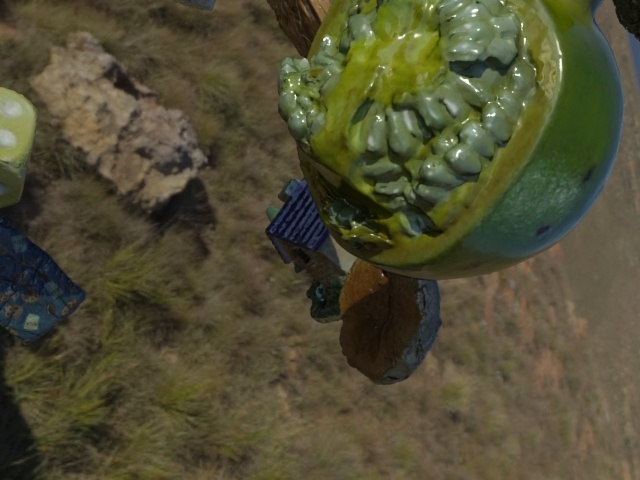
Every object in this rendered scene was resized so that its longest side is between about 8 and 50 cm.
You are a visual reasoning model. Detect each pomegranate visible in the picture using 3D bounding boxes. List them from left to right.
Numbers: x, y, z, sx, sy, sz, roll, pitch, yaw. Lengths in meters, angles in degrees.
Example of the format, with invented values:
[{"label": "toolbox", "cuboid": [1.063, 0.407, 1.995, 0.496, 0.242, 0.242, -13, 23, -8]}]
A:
[{"label": "pomegranate", "cuboid": [0.116, -0.119, 0.563, 0.260, 0.340, 0.260, 34, 31, -24]}]

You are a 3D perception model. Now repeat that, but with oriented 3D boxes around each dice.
[{"label": "dice", "cuboid": [-0.610, -0.170, 1.384, 0.169, 0.169, 0.166, 12, 54, -22]}]

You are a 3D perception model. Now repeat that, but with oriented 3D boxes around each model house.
[{"label": "model house", "cuboid": [0.000, 0.000, 1.684, 0.280, 0.312, 0.245, 39, 68, -10]}]

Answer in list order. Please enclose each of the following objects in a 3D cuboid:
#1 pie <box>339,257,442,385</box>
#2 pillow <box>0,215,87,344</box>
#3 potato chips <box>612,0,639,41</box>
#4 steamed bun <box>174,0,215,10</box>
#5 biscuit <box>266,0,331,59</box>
[{"label": "pie", "cuboid": [0.085, 0.100, 1.026, 0.046, 0.195, 0.195, 12, 65, -32]}, {"label": "pillow", "cuboid": [-0.650, 0.093, 1.645, 0.255, 0.189, 0.034, 48, 2, -23]}, {"label": "potato chips", "cuboid": [0.466, -0.332, 1.077, 0.026, 0.142, 0.209, -33, 114, -19]}, {"label": "steamed bun", "cuboid": [-0.317, -0.607, 1.500, 0.289, 0.203, 0.276, 34, 13, 6]}, {"label": "biscuit", "cuboid": [-0.030, -0.328, 1.122, 0.202, 0.044, 0.289, 62, -7, -34]}]
